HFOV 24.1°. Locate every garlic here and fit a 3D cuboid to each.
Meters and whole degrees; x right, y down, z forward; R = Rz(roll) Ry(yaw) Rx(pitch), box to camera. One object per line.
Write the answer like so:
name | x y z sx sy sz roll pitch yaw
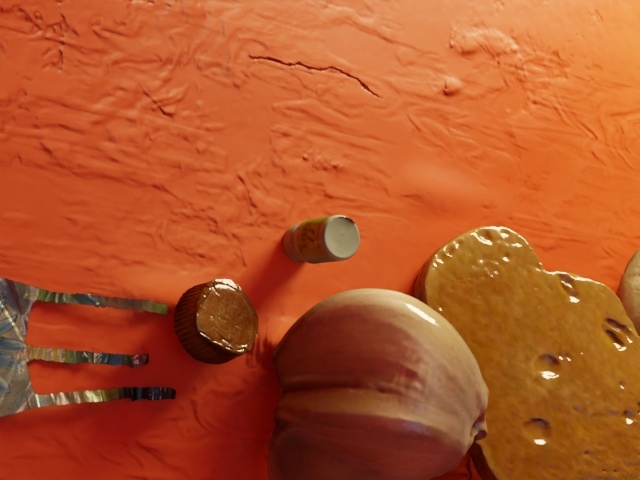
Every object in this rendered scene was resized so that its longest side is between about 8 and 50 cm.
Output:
garlic | 0.061 0.155 1.507 0.228 0.110 0.217 0 80 -4

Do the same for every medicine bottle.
medicine bottle | 0.000 0.000 1.538 0.047 0.083 0.047 3 84 -34

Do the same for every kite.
kite | -0.276 0.090 1.392 0.310 0.015 0.169 -2 86 -33

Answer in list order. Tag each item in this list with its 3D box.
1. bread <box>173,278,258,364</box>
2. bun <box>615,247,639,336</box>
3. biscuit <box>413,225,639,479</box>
bread | -0.106 0.081 1.481 0.085 0.053 0.085 15 67 -37
bun | 0.479 0.090 1.796 0.273 0.168 0.273 0 91 -27
biscuit | 0.245 0.154 1.638 0.269 0.051 0.376 -25 76 -27
